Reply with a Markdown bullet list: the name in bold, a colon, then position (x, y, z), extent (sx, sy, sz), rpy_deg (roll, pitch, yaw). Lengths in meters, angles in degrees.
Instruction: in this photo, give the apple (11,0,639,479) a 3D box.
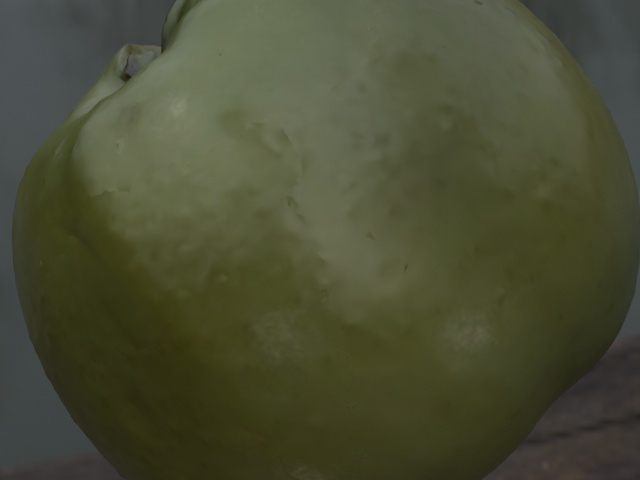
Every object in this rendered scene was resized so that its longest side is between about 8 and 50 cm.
- **apple**: position (0.000, 0.000, 0.907), extent (0.292, 0.254, 0.292), rpy_deg (-46, 12, 13)
